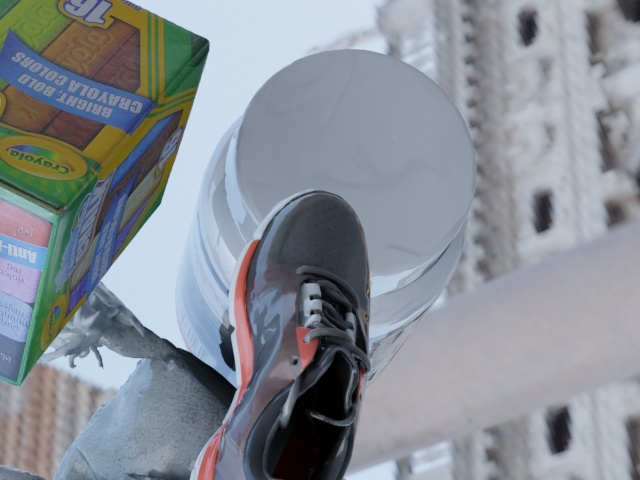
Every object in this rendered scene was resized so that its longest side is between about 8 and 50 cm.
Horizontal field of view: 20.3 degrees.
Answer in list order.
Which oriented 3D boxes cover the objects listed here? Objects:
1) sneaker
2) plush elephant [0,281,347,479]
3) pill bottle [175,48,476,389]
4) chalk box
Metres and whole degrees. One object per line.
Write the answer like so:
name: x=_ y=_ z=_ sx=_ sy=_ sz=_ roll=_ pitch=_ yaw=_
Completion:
sneaker: x=0.001 y=0.044 z=0.660 sx=0.061 sy=0.065 sz=0.158 roll=25 pitch=-125 yaw=-23
plush elephant: x=-0.124 y=0.206 z=1.094 sx=0.330 sy=0.255 sz=0.272 roll=42 pitch=-178 yaw=-4
pill bottle: x=0.000 y=0.000 z=1.104 sx=0.161 sy=0.283 sz=0.161 roll=3 pitch=-109 yaw=-9
chalk box: x=-0.169 y=-0.030 z=0.903 sx=0.132 sy=0.132 sz=0.213 roll=27 pitch=-138 yaw=5
